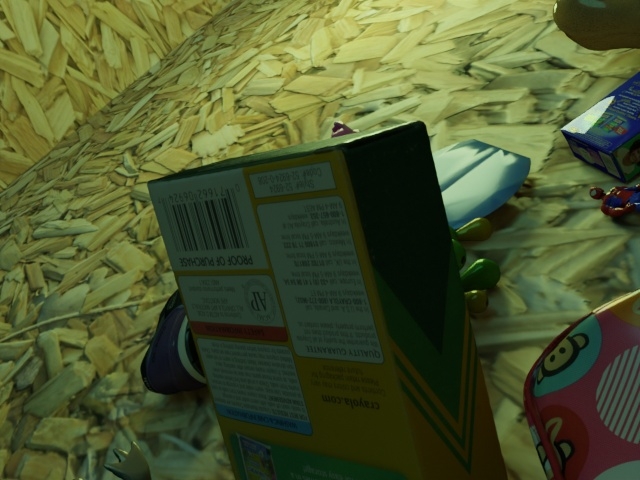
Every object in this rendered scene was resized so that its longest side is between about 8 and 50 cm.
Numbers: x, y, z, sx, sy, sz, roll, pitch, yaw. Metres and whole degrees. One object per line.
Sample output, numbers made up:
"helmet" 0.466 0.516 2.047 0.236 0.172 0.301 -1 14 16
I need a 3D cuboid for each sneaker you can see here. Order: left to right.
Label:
"sneaker" -0.136 0.059 0.963 0.124 0.107 0.283 -25 28 36

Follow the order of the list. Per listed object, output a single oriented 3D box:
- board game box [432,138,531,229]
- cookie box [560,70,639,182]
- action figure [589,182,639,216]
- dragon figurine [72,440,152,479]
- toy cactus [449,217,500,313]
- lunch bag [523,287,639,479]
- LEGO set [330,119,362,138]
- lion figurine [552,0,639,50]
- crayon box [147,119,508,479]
"board game box" 0.152 -0.051 0.870 0.133 0.033 0.169 -37 31 -11
"cookie box" 0.304 -0.113 0.772 0.107 0.040 0.092 -36 26 1
"action figure" 0.278 -0.034 0.692 0.038 0.030 0.115 -49 26 -12
"dragon figurine" -0.123 0.254 0.612 0.289 0.144 0.085 28 46 21
"toy cactus" 0.057 0.052 0.697 0.219 0.112 0.180 -18 -27 -45
"lunch bag" 0.262 0.102 0.381 0.293 0.120 0.258 -29 28 14
"LEGO set" -0.030 -0.066 0.981 0.227 0.093 0.087 -38 -20 -37
"lion figurine" 0.360 -0.249 0.836 0.240 0.142 0.392 -41 20 -13
"crayon box" 0.008 0.096 0.547 0.083 0.322 0.203 -22 13 -41
